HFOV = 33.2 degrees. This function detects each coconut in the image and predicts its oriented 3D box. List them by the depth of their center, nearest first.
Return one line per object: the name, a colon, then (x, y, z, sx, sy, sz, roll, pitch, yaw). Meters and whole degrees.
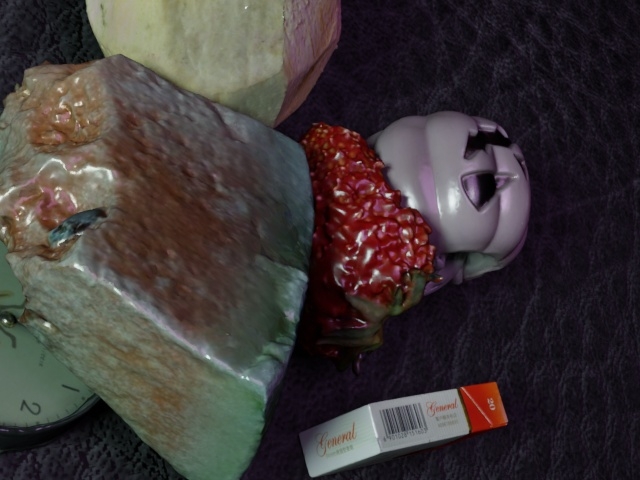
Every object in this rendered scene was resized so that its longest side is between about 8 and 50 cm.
coconut: (-0.091, -0.196, 0.920, 0.197, 0.237, 0.237, 12, 50, 15)

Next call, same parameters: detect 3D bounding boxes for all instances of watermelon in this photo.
watermelon: (-0.097, 0.014, 0.776, 0.302, 0.151, 0.264, 42, 35, -30)

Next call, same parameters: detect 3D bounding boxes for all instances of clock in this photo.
clock: (-0.227, 0.059, 0.777, 0.184, 0.040, 0.185, 18, 58, -31)

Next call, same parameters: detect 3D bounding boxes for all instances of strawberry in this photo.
strawberry: (-0.002, 0.001, 0.921, 0.087, 0.167, 0.208, 4, 43, -53)

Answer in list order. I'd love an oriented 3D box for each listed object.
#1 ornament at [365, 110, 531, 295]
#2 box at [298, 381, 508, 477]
ornament: (0.110, -0.030, 1.002, 0.177, 0.177, 0.178, 18, 58, -31)
box: (0.072, 0.161, 0.923, 0.152, 0.100, 0.048, -5, 74, -40)
